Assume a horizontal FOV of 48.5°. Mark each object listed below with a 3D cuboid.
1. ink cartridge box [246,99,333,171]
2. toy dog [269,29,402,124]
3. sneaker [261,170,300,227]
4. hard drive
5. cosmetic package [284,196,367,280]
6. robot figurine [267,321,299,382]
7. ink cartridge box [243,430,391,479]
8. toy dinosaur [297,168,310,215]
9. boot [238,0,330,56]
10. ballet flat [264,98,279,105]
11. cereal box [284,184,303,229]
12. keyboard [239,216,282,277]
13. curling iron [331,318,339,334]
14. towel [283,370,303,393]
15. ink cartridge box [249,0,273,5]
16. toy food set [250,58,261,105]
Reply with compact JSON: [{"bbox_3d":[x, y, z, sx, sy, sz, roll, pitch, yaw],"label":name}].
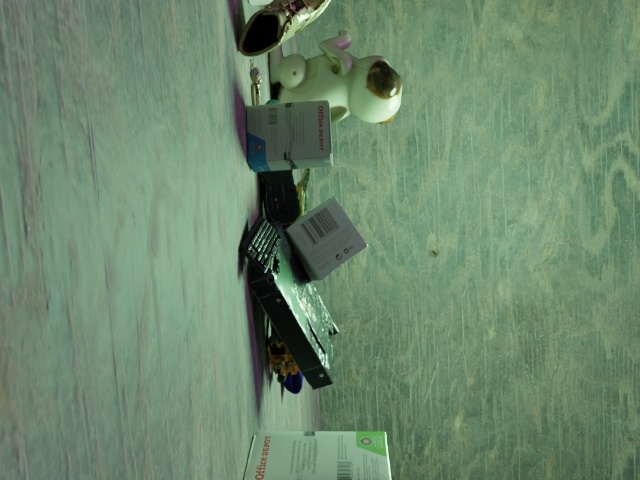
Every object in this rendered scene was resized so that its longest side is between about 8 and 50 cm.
[{"bbox_3d":[-0.069,-0.237,1.626,0.082,0.190,0.140,76,12,-77],"label":"ink cartridge box"},{"bbox_3d":[0.054,-0.475,2.238,0.285,0.407,0.396,82,5,-58],"label":"toy dog"},{"bbox_3d":[-0.118,-0.168,1.821,0.124,0.107,0.284,142,-52,-71],"label":"sneaker"},{"bbox_3d":[-0.061,0.151,1.667,0.237,0.064,0.339,-89,157,-57],"label":"hard drive"},{"bbox_3d":[0.000,0.000,1.794,0.151,0.151,0.183,56,-10,-3],"label":"cosmetic package"},{"bbox_3d":[-0.087,0.222,1.842,0.291,0.085,0.211,-90,175,-54],"label":"robot figurine"},{"bbox_3d":[-0.002,0.469,1.384,0.198,0.272,0.115,-83,172,-75],"label":"ink cartridge box"},{"bbox_3d":[-0.078,-0.159,2.220,0.064,0.118,0.268,-30,144,-39],"label":"toy dinosaur"},{"bbox_3d":[-0.072,-0.512,1.590,0.095,0.262,0.203,51,15,-13],"label":"boot"},{"bbox_3d":[-0.132,-0.279,1.894,0.070,0.070,0.189,-74,162,-82],"label":"ballet flat"},{"bbox_3d":[-0.090,-0.073,1.997,0.240,0.047,0.173,-153,-121,-75],"label":"cereal box"},{"bbox_3d":[-0.113,0.018,1.498,0.108,0.023,0.180,55,20,-14],"label":"keyboard"},{"bbox_3d":[-0.035,0.150,1.982,0.274,0.035,0.068,49,-34,14],"label":"curling iron"},{"bbox_3d":[-0.081,0.299,2.144,0.308,0.076,0.228,-83,176,-78],"label":"towel"},{"bbox_3d":[-0.124,-0.622,1.715,0.198,0.115,0.067,-10,96,-87],"label":"ink cartridge box"},{"bbox_3d":[-0.157,-0.381,1.756,0.078,0.019,0.122,-47,133,-86],"label":"toy food set"}]
